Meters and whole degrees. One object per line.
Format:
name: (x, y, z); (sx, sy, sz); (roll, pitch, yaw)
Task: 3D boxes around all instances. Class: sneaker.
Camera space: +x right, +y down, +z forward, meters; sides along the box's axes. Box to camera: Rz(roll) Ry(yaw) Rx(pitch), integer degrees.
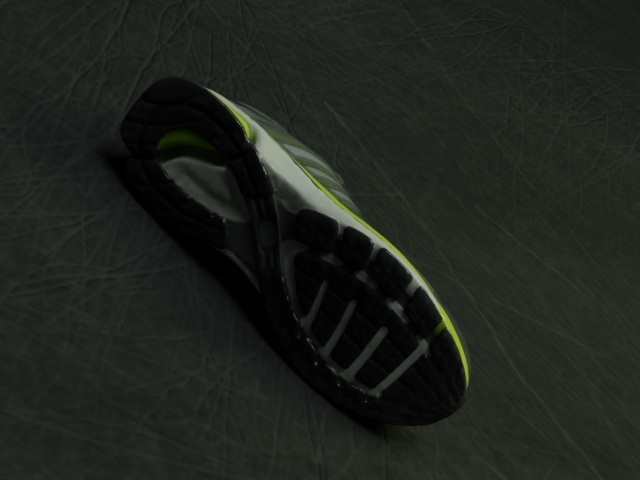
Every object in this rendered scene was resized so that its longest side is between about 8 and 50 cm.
sneaker: (0.000, 0.000, 1.247); (0.300, 0.111, 0.121); (49, 23, 11)
